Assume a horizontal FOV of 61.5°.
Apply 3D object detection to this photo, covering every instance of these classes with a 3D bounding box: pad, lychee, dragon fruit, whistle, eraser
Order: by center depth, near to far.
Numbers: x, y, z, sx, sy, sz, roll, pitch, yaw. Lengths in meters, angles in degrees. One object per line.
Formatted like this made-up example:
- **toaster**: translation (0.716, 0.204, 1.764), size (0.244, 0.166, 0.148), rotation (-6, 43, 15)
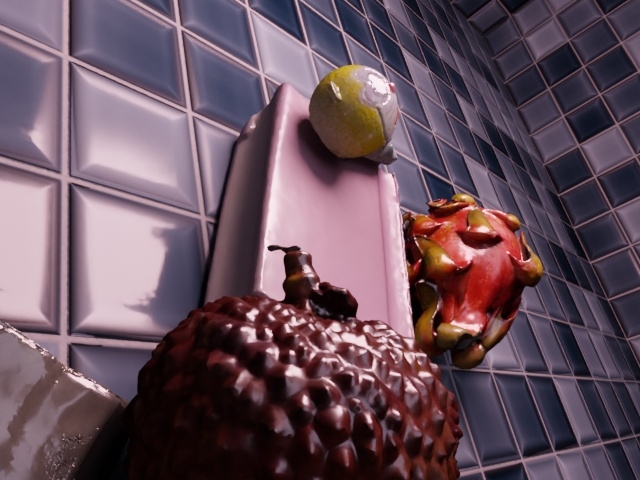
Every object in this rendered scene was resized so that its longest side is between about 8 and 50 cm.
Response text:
- **pad**: translation (-0.236, 0.167, 0.350), size (0.174, 0.022, 0.233), rotation (44, 36, -21)
- **lychee**: translation (-0.021, 0.153, 0.428), size (0.264, 0.264, 0.300), rotation (6, 83, -51)
- **eraser**: translation (0.000, 0.000, 0.715), size (0.272, 0.122, 0.359), rotation (31, 40, -32)
- **whistle**: translation (0.066, -0.161, 0.732), size (0.223, 0.122, 0.123), rotation (24, 45, -60)
- **dragon fruit**: translation (0.228, 0.066, 0.897), size (0.307, 0.243, 0.228), rotation (-37, 123, -21)

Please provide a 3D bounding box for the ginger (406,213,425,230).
- **ginger**: translation (0.227, -0.010, 1.092), size (0.173, 0.051, 0.070), rotation (26, 39, -33)
